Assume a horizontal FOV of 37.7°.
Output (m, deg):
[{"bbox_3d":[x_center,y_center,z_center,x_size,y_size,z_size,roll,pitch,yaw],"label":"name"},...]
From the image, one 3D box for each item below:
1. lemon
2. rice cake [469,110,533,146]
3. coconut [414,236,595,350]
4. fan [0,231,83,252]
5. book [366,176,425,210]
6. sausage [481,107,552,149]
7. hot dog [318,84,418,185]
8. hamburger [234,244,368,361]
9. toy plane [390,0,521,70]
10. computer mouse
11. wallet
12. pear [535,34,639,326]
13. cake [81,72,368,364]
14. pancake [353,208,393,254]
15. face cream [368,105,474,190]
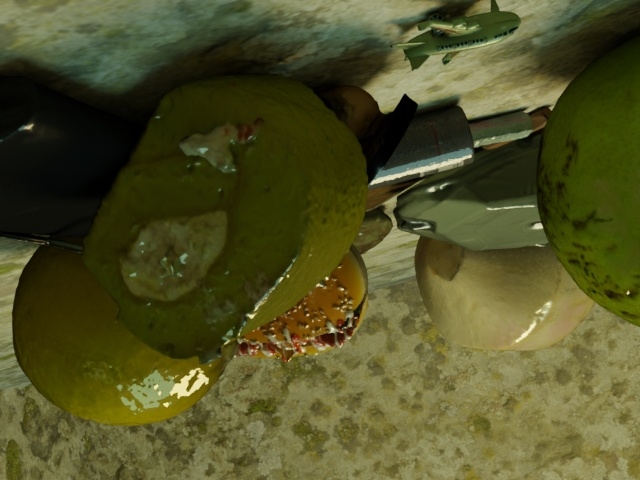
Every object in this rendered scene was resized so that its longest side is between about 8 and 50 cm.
[{"bbox_3d":[-0.249,0.100,1.192,0.293,0.293,0.293,-15,171,-2],"label":"lemon"},{"bbox_3d":[0.182,-0.136,1.234,0.207,0.033,0.033,-12,160,-13],"label":"rice cake"},{"bbox_3d":[0.335,0.038,1.701,0.352,0.353,0.352,-15,171,-2],"label":"coconut"},{"bbox_3d":[-0.307,-0.001,1.006,0.226,0.008,0.152,12,179,15],"label":"fan"},{"bbox_3d":[0.060,-0.072,1.478,0.170,0.018,0.241,-12,171,-23],"label":"book"},{"bbox_3d":[0.272,-0.153,1.305,0.026,0.026,0.116,-6,168,-44],"label":"sausage"},{"bbox_3d":[-0.030,-0.056,0.974,0.326,0.107,0.194,-51,-173,42],"label":"hot dog"},{"bbox_3d":[-0.064,0.084,1.549,0.295,0.227,0.151,-6,-164,21],"label":"hamburger"},{"bbox_3d":[0.119,-0.181,0.823,0.111,0.040,0.102,-18,172,16],"label":"toy plane"},{"bbox_3d":[0.326,-0.085,1.453,0.428,0.146,0.228,-4,164,0],"label":"computer mouse"},{"bbox_3d":[-0.245,-0.062,0.897,0.228,0.062,0.406,-18,172,17],"label":"wallet"},{"bbox_3d":[0.433,-0.070,1.059,0.391,0.391,0.391,-15,171,-2],"label":"pear"},{"bbox_3d":[-0.084,-0.013,0.831,0.156,0.179,0.260,-17,147,-57],"label":"cake"},{"bbox_3d":[0.000,0.000,1.731,0.294,0.050,0.294,-13,168,-3],"label":"pancake"},{"bbox_3d":[0.043,-0.093,1.132,0.283,0.073,0.073,-15,171,-2],"label":"face cream"}]
